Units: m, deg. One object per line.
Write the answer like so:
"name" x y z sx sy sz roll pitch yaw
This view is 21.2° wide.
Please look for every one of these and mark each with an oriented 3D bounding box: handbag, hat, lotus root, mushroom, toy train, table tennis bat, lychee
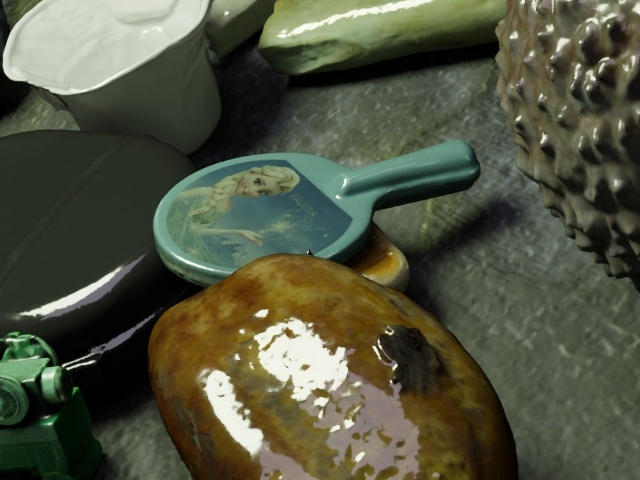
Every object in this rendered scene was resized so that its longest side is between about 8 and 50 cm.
"handbag" -0.215 0.016 1.294 0.308 0.093 0.254 6 45 33
"hat" -0.154 -0.139 1.426 0.203 0.126 0.203 -15 37 12
"lotus root" 0.016 0.123 0.968 0.193 0.193 0.291 -29 37 -8
"mushroom" 0.102 -0.198 1.408 0.312 0.081 0.100 -12 26 21
"toy train" -0.242 0.125 1.163 0.178 0.105 0.071 -8 26 20
"table tennis bat" 0.000 -0.026 1.190 0.237 0.038 0.149 -15 35 -13
"lychee" 0.256 -0.102 1.039 0.300 0.300 0.300 -15 37 11

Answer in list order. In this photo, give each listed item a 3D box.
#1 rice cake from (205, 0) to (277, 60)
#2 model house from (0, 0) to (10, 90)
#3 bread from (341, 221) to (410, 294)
"rice cake" -0.023 -0.254 1.565 0.057 0.052 0.256 35 62 27
"model house" -0.443 -0.183 1.466 0.190 0.271 0.301 0 27 31
"bread" 0.000 -0.001 1.232 0.073 0.053 0.214 -12 31 -20
